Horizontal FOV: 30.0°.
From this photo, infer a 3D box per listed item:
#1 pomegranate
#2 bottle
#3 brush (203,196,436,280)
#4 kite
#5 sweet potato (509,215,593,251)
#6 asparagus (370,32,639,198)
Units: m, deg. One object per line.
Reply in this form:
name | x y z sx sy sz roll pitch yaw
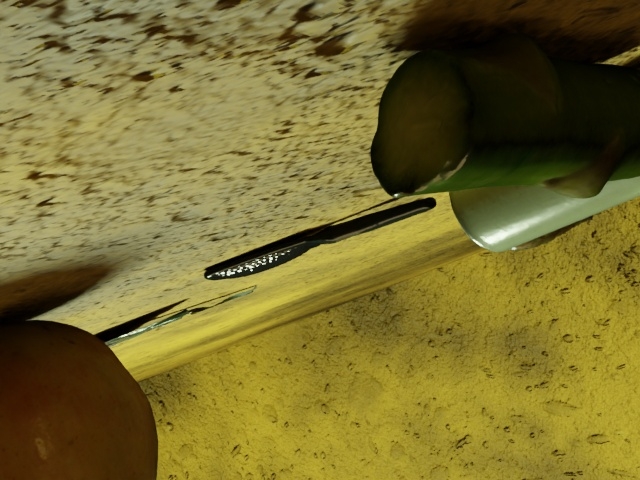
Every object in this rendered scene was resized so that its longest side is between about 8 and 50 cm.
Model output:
pomegranate | -0.198 0.146 0.802 0.191 0.191 0.191 -20 175 -2
bottle | 0.173 -0.056 0.730 0.072 0.072 0.201 -15 173 -45
brush | 0.000 0.000 0.953 0.193 0.016 0.063 -21 176 8
kite | -0.177 0.090 1.247 0.250 0.012 0.229 -18 178 -28
sweet potato | 0.275 -0.036 1.426 0.081 0.062 0.233 -5 -171 38
asparagus | 0.096 -0.053 0.527 0.060 0.067 0.278 8 -174 30
